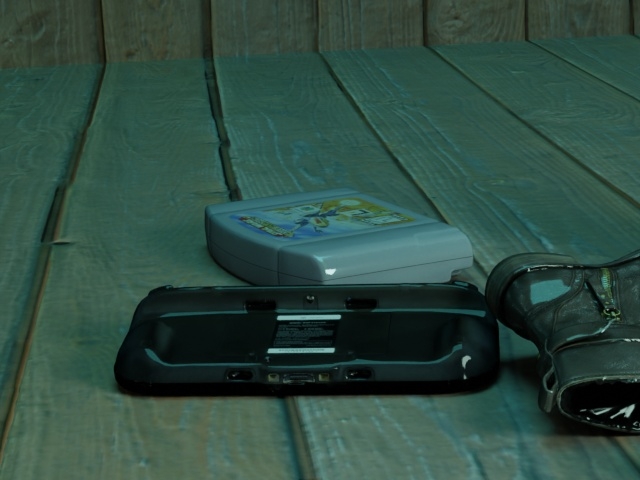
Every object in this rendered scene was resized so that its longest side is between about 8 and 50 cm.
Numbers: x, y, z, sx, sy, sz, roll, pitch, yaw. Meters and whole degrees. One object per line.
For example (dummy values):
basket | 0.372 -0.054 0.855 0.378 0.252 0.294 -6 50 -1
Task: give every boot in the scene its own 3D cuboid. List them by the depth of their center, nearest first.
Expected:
boot | 0.264 0.084 1.264 0.263 0.091 0.229 -3 22 -13

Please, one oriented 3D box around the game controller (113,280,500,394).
game controller | -0.010 0.085 1.358 0.319 0.067 0.166 -1 28 6

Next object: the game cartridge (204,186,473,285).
game cartridge | 0.000 0.000 1.685 0.198 0.062 0.297 -5 13 -27
